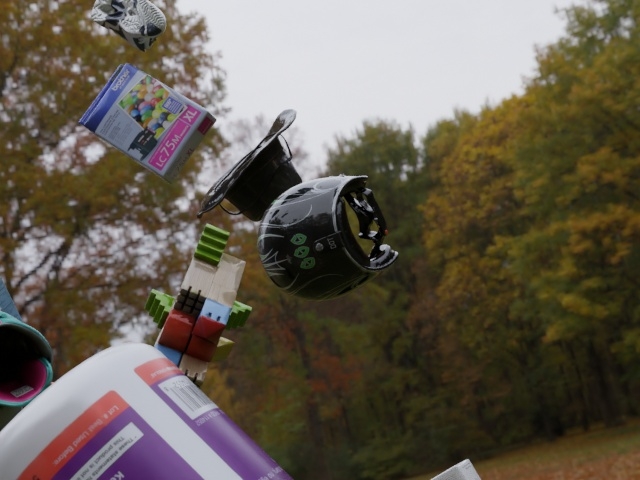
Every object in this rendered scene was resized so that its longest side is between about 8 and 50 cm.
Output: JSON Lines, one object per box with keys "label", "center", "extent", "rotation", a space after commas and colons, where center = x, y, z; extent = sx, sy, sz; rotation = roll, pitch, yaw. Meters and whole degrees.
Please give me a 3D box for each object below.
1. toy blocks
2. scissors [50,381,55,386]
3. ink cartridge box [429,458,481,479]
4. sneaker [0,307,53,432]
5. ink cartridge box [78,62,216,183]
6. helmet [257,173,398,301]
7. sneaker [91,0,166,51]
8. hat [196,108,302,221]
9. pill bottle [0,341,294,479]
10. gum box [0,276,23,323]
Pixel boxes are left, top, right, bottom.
{"label": "toy blocks", "center": [-0.250, 0.199, 1.652], "extent": [0.190, 0.261, 0.381], "rotation": [23, -58, -8]}
{"label": "scissors", "center": [-0.501, 0.242, 1.516], "extent": [0.021, 0.297, 0.109], "rotation": [-38, -28, -53]}
{"label": "ink cartridge box", "center": [0.266, 0.552, 1.720], "extent": [0.158, 0.218, 0.092], "rotation": [-36, -17, 19]}
{"label": "sneaker", "center": [-0.445, 0.197, 1.266], "extent": [0.124, 0.178, 0.296], "rotation": [-39, -42, -34]}
{"label": "ink cartridge box", "center": [-0.416, -0.285, 2.107], "extent": [0.186, 0.311, 0.065], "rotation": [-56, -23, -5]}
{"label": "helmet", "center": [0.000, 0.000, 1.151], "extent": [0.161, 0.169, 0.169], "rotation": [-19, -14, 38]}
{"label": "sneaker", "center": [-0.418, -0.508, 2.156], "extent": [0.235, 0.094, 0.153], "rotation": [13, -5, 35]}
{"label": "hat", "center": [-0.117, -0.130, 1.914], "extent": [0.331, 0.134, 0.331], "rotation": [-46, 11, 11]}
{"label": "pill bottle", "center": [-0.077, 0.234, 0.621], "extent": [0.181, 0.323, 0.181], "rotation": [-46, -11, -12]}
{"label": "gum box", "center": [-0.567, 0.130, 1.494], "extent": [0.157, 0.184, 0.041], "rotation": [0, 32, 25]}
